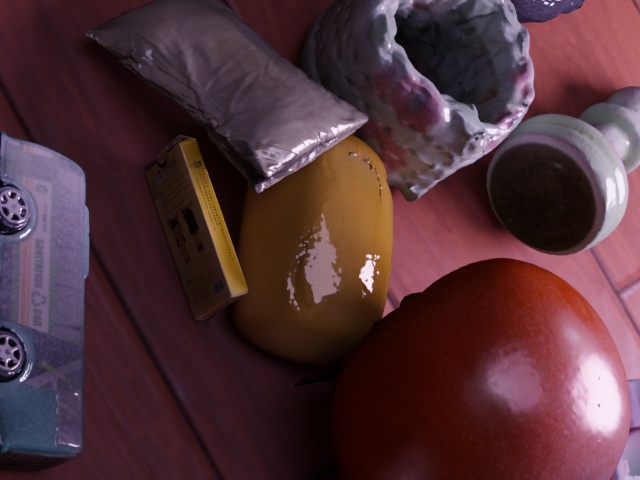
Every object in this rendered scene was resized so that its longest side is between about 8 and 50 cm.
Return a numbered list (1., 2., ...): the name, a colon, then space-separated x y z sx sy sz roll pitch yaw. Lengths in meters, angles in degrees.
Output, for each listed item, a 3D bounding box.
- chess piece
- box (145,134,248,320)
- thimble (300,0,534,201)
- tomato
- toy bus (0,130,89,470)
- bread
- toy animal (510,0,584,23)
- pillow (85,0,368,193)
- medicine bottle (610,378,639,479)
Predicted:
1. chess piece: 0.287 -0.097 1.562 0.139 0.139 0.272 54 43 -1
2. box: -0.108 -0.011 1.313 0.020 0.073 0.149 -13 78 -35
3. thimble: 0.092 -0.153 1.442 0.185 0.149 0.211 -9 76 -35
4. tomato: 0.132 0.141 1.280 0.256 0.256 0.224 -10 52 -33
5. toy bus: -0.241 0.049 1.206 0.109 0.091 0.261 14 65 -37
6. bread: 0.000 0.000 1.358 0.147 0.098 0.217 13 64 -22
7. toy animal: 0.193 -0.263 1.602 0.117 0.121 0.210 28 23 34
8. pillow: -0.082 -0.144 1.350 0.230 0.050 0.148 42 42 20
9. medicine bottle: 0.295 0.230 1.434 0.119 0.094 0.188 4 69 -27
